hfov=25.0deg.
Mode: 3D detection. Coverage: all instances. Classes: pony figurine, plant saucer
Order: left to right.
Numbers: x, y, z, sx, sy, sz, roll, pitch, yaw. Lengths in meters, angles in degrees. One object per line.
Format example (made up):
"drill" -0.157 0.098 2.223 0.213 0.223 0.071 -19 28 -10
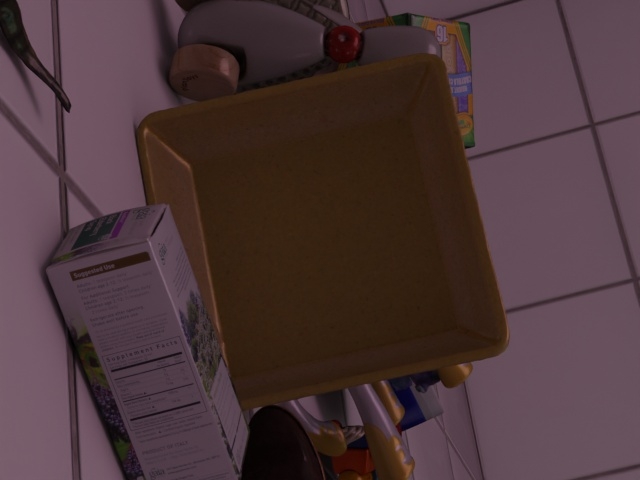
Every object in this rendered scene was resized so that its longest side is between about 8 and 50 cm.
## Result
"plant saucer" 0.000 0.000 1.498 0.081 0.333 0.332 71 8 -73
"pony figurine" 0.025 0.062 1.698 0.363 0.303 0.351 54 44 -16

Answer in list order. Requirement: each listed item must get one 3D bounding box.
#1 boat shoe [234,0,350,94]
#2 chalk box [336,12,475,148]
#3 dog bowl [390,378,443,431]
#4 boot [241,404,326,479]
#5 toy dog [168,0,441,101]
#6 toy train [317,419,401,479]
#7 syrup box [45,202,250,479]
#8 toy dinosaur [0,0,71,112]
"boat shoe" -0.032 -0.211 2.035 0.156 0.187 0.500 -106 -178 -75
"chalk box" 0.110 -0.176 1.873 0.132 0.132 0.213 1 86 -47
"dog bowl" 0.080 0.155 2.129 0.265 0.104 0.264 -25 90 -89
"boot" -0.053 0.274 1.463 0.207 0.090 0.248 52 29 -69
"toy dog" -0.040 -0.217 1.757 0.220 0.334 0.161 -63 178 -20
"toy train" 0.042 0.315 1.918 0.248 0.105 0.143 19 70 -77
"syrup box" -0.143 0.097 1.231 0.093 0.096 0.236 -82 154 -69
"toy dinosaur" -0.263 -0.231 1.180 0.268 0.064 0.118 65 21 -52
